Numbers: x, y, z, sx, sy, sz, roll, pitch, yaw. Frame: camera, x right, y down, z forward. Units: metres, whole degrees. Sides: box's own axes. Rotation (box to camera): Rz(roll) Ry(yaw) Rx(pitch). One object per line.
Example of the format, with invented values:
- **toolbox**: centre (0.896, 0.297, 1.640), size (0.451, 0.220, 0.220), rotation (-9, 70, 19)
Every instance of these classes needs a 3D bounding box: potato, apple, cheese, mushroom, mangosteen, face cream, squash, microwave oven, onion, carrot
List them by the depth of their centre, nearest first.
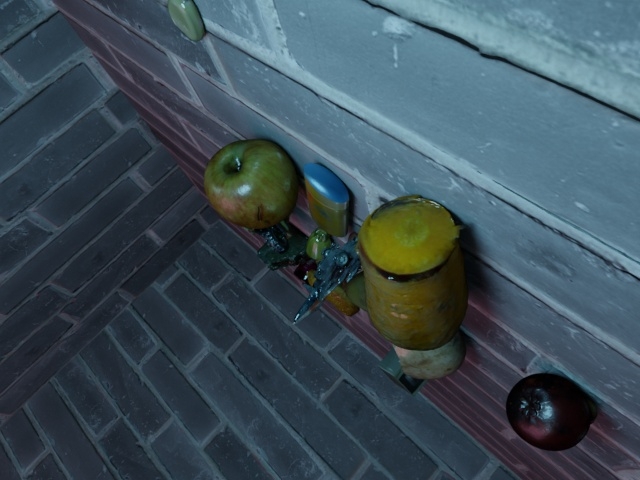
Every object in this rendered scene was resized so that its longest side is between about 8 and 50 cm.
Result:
- **carrot**: centre (0.196, 0.090, 0.969), size (0.224, 0.224, 0.340), rotation (36, 162, 34)
- **cheese**: centre (-0.295, -0.509, 0.987), size (0.097, 0.037, 0.192), rotation (43, 168, -1)
- **mangosteen**: centre (0.537, 0.397, 1.067), size (0.200, 0.200, 0.200), rotation (42, 167, 12)
- **face cream**: centre (0.019, -0.102, 1.253), size (0.139, 0.067, 0.285), rotation (38, 166, 14)
- **apple**: centre (-0.188, -0.155, 1.318), size (0.264, 0.264, 0.264), rotation (42, 167, 12)
- **potato**: centre (0.164, 0.141, 1.369), size (0.252, 0.159, 0.174), rotation (14, 149, 42)
- **mushroom**: centre (0.338, 0.302, 1.381), size (0.189, 0.195, 0.253), rotation (-7, 138, 29)
- **squash**: centre (-0.003, -0.008, 1.615), size (0.105, 0.105, 0.132), rotation (38, 152, 25)
- **microwave oven**: centre (0.342, 0.442, 1.689), size (0.129, 0.205, 0.163), rotation (48, 168, -14)
- **onion**: centre (0.000, 0.166, 2.026), size (0.218, 0.140, 0.195), rotation (38, 170, 25)

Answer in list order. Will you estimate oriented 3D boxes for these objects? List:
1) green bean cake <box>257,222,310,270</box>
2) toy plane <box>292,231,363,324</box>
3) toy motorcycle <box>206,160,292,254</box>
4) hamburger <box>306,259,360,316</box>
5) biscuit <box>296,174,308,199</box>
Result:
- **green bean cake**: centre (-0.136, 0.056, 1.943), size (0.193, 0.208, 0.107), rotation (42, 170, 20)
- **toy plane**: centre (0.023, 0.102, 1.301), size (0.104, 0.326, 0.223), rotation (53, 165, -23)
- **toy motorcycle**: centre (-0.245, -0.134, 1.657), size (0.410, 0.169, 0.237), rotation (52, -162, -16)
- **hamburger**: centre (0.087, 0.181, 1.803), size (0.283, 0.144, 0.157), rotation (41, 161, -6)
- **biscuit**: centre (-0.049, -0.158, 1.406), size (0.120, 0.015, 0.120), rotation (41, 166, 12)
